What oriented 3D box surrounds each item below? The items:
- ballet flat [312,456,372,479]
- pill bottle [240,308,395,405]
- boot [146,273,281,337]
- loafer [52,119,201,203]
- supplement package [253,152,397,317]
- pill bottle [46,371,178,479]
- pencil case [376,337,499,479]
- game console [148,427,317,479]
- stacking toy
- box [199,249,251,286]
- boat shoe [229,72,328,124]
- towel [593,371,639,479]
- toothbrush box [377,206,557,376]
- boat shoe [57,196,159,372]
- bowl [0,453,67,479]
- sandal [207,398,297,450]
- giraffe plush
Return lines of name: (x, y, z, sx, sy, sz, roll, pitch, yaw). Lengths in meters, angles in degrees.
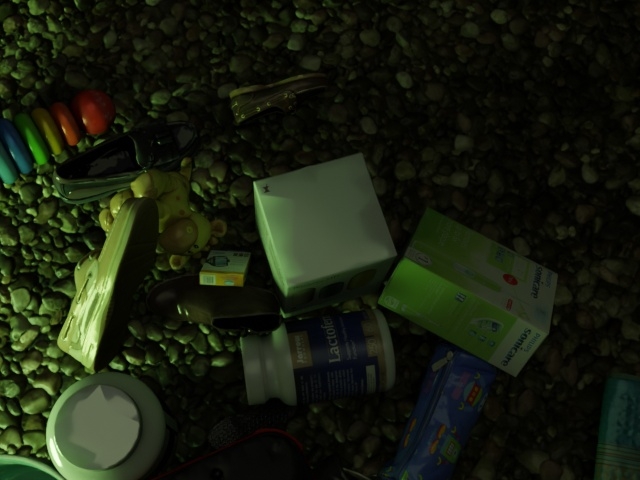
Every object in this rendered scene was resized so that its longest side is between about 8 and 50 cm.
ballet flat: (0.100, 0.489, 1.419, 0.280, 0.095, 0.096, 42, 66, 8)
pill bottle: (-0.008, 0.216, 1.460, 0.265, 0.153, 0.153, -9, 74, -7)
boot: (-0.194, 0.117, 1.444, 0.248, 0.207, 0.090, 2, 95, -7)
loafer: (-0.375, -0.160, 1.577, 0.303, 0.095, 0.109, -25, 77, -11)
supplement package: (0.000, 0.000, 1.468, 0.199, 0.262, 0.198, -16, 75, -8)
pill bottle: (-0.335, 0.315, 1.316, 0.182, 0.323, 0.181, 1, 73, -4)
pencil case: (0.211, 0.326, 1.452, 0.119, 0.133, 0.306, 12, 67, 43)
game console: (-0.149, 0.494, 1.205, 0.387, 0.060, 0.342, -21, 72, -19)
stacking toy: (-0.556, -0.204, 1.566, 0.330, 0.141, 0.141, -30, 77, -17)
box: (-0.176, 0.049, 1.523, 0.081, 0.136, 0.028, 3, 107, 2)
boat shoe: (-0.080, -0.287, 1.653, 0.207, 0.073, 0.073, -15, 76, -1)
towel: (0.616, 0.439, 1.430, 0.271, 0.040, 0.370, 13, 75, 2)
toothbrush box: (0.276, 0.088, 1.487, 0.283, 0.122, 0.206, 29, 34, 4)
boat shoe: (-0.387, 0.068, 1.436, 0.110, 0.122, 0.341, 26, 104, 13)
bowl: (-0.485, 0.484, 1.316, 0.312, 0.163, 0.311, 0, 89, 3)
sandal: (-0.124, 0.337, 1.479, 0.179, 0.040, 0.067, -23, 81, -25)
giraffe plush: (-0.283, -0.037, 1.532, 0.170, 0.181, 0.210, 55, 42, 2)
